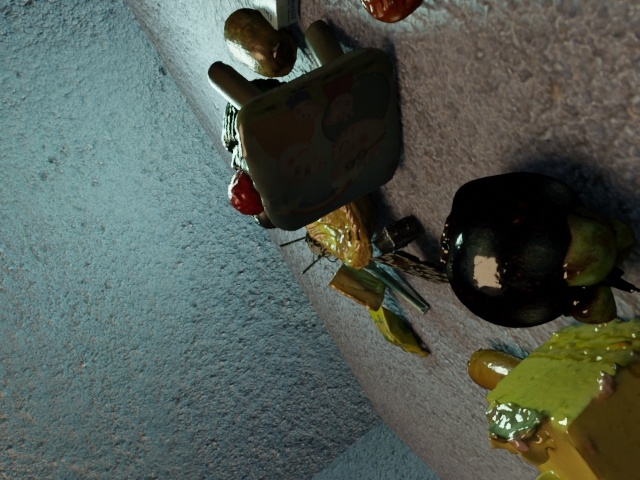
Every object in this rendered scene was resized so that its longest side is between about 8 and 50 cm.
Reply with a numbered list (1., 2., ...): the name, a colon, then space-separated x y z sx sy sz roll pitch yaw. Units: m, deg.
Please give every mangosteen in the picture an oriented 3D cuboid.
1. mangosteen: 0.279 0.016 0.570 0.243 0.243 0.243 51 165 19

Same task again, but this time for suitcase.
1. suitcase: 0.185 -0.008 1.034 0.059 0.086 0.126 61 168 9

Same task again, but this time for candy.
1. candy: 0.248 0.303 1.505 0.297 0.081 0.187 45 166 -6

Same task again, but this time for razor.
1. razor: 0.209 0.121 1.279 0.278 0.111 0.056 42 172 19

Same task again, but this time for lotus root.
1. lotus root: -0.152 -0.476 1.016 0.260 0.128 0.145 43 -169 36

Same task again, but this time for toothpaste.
1. toothpaste: -0.165 -0.603 0.930 0.336 0.067 0.081 52 165 16

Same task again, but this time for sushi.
1. sushi: 0.231 0.056 1.011 0.201 0.031 0.139 21 167 -11

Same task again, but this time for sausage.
1. sausage: 0.425 0.301 0.907 0.108 0.109 0.270 59 166 -11

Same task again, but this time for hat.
1. hat: -0.140 -0.223 1.109 0.274 0.242 0.332 176 103 -67

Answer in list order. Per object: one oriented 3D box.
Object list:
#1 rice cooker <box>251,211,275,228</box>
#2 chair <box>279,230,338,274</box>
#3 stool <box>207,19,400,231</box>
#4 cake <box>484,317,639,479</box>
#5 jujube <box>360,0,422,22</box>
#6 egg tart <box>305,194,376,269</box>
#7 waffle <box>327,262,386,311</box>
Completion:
1. rice cooker: -0.178 -0.174 1.598 0.267 0.224 0.267 52 167 17
2. chair: 0.000 0.000 1.592 0.159 0.170 0.326 49 -152 11
3. stool: -0.026 -0.223 0.848 0.226 0.310 0.310 53 166 41
4. cake: 0.384 0.275 0.592 0.227 0.286 0.222 55 166 7
5. jujube: 0.077 -0.380 0.557 0.176 0.109 0.112 54 -156 -23
6. egg tart: 0.052 -0.083 1.194 0.352 0.150 0.352 49 161 23
7. waffle: 0.124 0.134 1.334 0.168 0.057 0.274 30 -171 7
